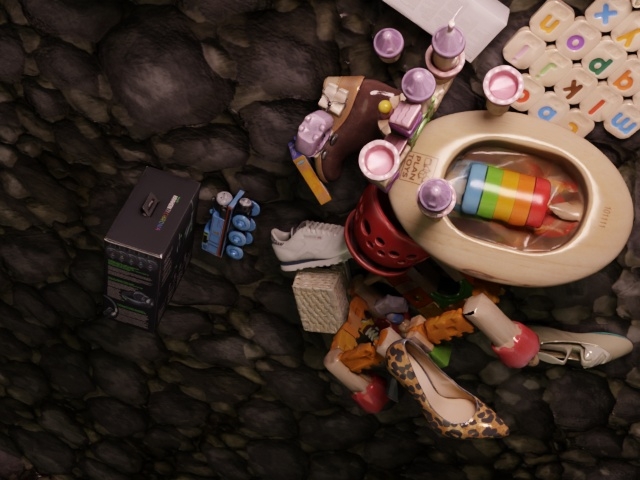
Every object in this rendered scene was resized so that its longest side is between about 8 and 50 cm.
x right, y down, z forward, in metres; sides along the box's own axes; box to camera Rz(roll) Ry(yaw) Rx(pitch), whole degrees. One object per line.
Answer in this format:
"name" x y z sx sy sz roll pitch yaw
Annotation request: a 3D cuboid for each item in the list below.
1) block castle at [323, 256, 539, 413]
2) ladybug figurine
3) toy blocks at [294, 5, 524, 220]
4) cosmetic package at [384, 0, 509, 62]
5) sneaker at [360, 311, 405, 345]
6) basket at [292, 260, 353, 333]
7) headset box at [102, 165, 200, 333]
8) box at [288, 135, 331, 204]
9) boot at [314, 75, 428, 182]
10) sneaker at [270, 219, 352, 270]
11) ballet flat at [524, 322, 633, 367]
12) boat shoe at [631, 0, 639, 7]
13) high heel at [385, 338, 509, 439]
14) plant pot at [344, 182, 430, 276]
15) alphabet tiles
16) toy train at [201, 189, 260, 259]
"block castle" 0.247 0.167 1.848 0.453 0.303 0.213 -27 121 39
"ladybug figurine" 0.333 -0.075 1.621 0.449 0.305 0.162 18 178 8
"toy blocks" 0.136 -0.220 1.445 0.308 0.289 0.260 30 178 9
"cosmetic package" 0.189 -0.408 1.479 0.239 0.060 0.099 32 133 -13
"sneaker" 0.146 0.226 2.096 0.185 0.084 0.070 23 136 -3
"basket" 0.009 0.126 2.034 0.113 0.103 0.167 3 134 18
"headset box" -0.373 0.015 1.959 0.131 0.246 0.283 18 137 2
"box" -0.026 -0.145 1.797 0.028 0.081 0.136 -30 121 8
"boot" 0.099 -0.193 1.699 0.206 0.090 0.249 14 132 10
"sneaker" 0.000 0.000 1.935 0.235 0.090 0.095 -13 107 23
"ballet flat" 0.562 0.244 1.968 0.248 0.086 0.086 6 134 13
"boat shoe" 0.541 -0.406 1.369 0.137 0.043 0.049 -28 117 36
"high heel" 0.240 0.282 1.675 0.261 0.093 0.186 20 142 19
"plant pot" 0.154 -0.030 1.772 0.191 0.191 0.174 27 142 -7
"alphabet tiles" 0.462 -0.292 1.524 0.284 0.021 0.278 31 135 -11
"toy train" -0.202 -0.035 1.974 0.105 0.080 0.184 23 137 5
